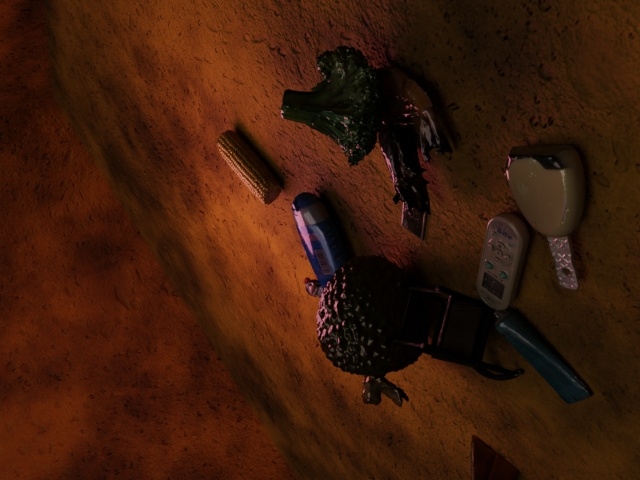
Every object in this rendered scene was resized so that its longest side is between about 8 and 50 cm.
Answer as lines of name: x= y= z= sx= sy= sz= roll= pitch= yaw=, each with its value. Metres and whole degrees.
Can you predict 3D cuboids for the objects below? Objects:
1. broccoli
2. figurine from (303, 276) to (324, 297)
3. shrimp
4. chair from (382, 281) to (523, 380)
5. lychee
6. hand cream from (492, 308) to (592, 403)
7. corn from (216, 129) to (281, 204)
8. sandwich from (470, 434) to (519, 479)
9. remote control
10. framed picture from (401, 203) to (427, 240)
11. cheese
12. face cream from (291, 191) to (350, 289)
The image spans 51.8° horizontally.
broccoli: x=0.020 y=-0.245 z=1.200 sx=0.194 sy=0.194 sz=0.219 roll=14 pitch=102 yaw=55
figurine: x=-0.004 y=0.138 z=1.867 sx=0.106 sy=0.047 sz=0.060 roll=15 pitch=146 yaw=49
shrimp: x=0.173 y=-0.189 z=1.219 sx=0.178 sy=0.075 sz=0.289 roll=-16 pitch=88 yaw=64
chair: x=0.282 y=0.187 z=1.345 sx=0.260 sy=0.141 sz=0.154 roll=21 pitch=169 yaw=-28
lychee: x=0.118 y=0.191 z=1.480 sx=0.270 sy=0.270 sz=0.320 roll=37 pitch=132 yaw=38
hand cream: x=0.412 y=0.216 z=1.250 sx=0.224 sy=0.048 sz=0.083 roll=48 pitch=152 yaw=9
corn: x=-0.201 y=-0.207 z=1.820 sx=0.248 sy=0.081 sz=0.081 roll=50 pitch=152 yaw=20
sandwich: x=0.362 y=0.588 z=1.553 sx=0.144 sy=0.187 sz=0.117 roll=27 pitch=139 yaw=37
remote control: x=0.332 y=0.039 z=1.200 sx=0.078 sy=0.042 sz=0.221 roll=38 pitch=147 yaw=35
framed picture: x=0.196 y=-0.048 z=1.383 sx=0.066 sy=0.007 sz=0.089 roll=40 pitch=147 yaw=33
cheese: x=0.372 y=-0.032 z=1.047 sx=0.127 sy=0.054 sz=0.251 roll=12 pitch=128 yaw=55
face cream: x=0.000 y=0.000 z=1.680 sx=0.149 sy=0.083 sz=0.264 roll=4 pitch=121 yaw=58
